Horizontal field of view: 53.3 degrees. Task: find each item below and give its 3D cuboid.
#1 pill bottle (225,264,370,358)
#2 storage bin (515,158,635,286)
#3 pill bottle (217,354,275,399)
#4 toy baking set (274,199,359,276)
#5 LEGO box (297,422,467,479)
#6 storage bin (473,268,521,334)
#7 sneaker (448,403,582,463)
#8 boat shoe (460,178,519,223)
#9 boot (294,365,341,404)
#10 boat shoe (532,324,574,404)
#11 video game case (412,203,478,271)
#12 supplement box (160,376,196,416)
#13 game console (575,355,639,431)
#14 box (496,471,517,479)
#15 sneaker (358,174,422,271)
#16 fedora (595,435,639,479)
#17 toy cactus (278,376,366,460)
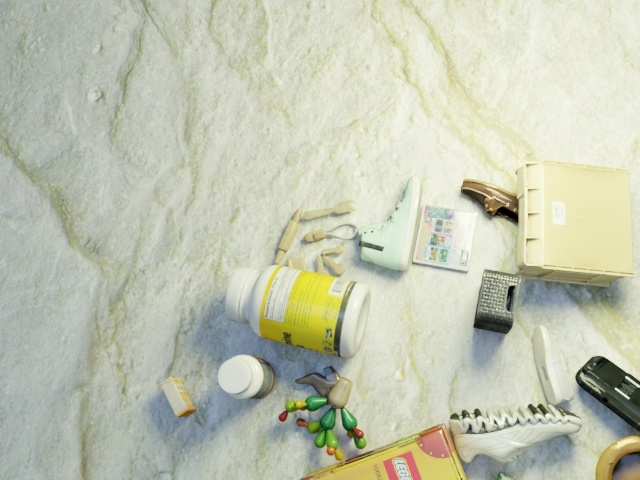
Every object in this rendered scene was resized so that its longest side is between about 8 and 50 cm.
[{"bbox_3d":[-0.057,0.166,1.583,0.333,0.188,0.188,12,78,15],"label":"pill bottle"},{"bbox_3d":[0.586,-0.040,1.502,0.260,0.123,0.263,6,77,-5],"label":"storage bin"},{"bbox_3d":[-0.183,0.336,1.568,0.107,0.180,0.108,-3,75,10],"label":"pill bottle"},{"bbox_3d":[-0.007,-0.001,1.701,0.196,0.030,0.256,17,80,12],"label":"toy baking set"},{"bbox_3d":[0.194,0.705,1.390,0.372,0.193,0.501,-22,73,6],"label":"LEGO box"},{"bbox_3d":[0.411,0.145,1.496,0.084,0.180,0.122,10,78,13],"label":"storage bin"},{"bbox_3d":[0.447,0.443,1.462,0.291,0.110,0.119,-9,85,14],"label":"sneaker"},{"bbox_3d":[0.448,-0.094,1.605,0.206,0.073,0.073,21,79,16],"label":"boat shoe"},{"bbox_3d":[0.003,0.370,1.598,0.118,0.042,0.087,-23,82,15],"label":"boot"},{"bbox_3d":[0.550,0.288,1.496,0.063,0.066,0.184,-6,68,-11],"label":"boat shoe"},{"bbox_3d":[0.321,-0.008,1.639,0.143,0.019,0.157,10,79,14],"label":"video game case"},{"bbox_3d":[-0.367,0.404,1.651,0.036,0.062,0.098,-33,73,3],"label":"supplement box"},{"bbox_3d":[0.744,0.382,1.402,0.213,0.044,0.361,-28,53,-32],"label":"game console"},{"bbox_3d":[0.501,0.601,1.403,0.244,0.100,0.060,25,83,17],"label":"box"},{"bbox_3d":[0.176,-0.057,1.642,0.151,0.094,0.256,10,77,17],"label":"sneaker"},{"bbox_3d":[0.699,0.519,1.394,0.194,0.079,0.195,-3,76,12],"label":"fedora"},{"bbox_3d":[0.020,0.417,1.539,0.218,0.112,0.181,25,92,18],"label":"toy cactus"}]
